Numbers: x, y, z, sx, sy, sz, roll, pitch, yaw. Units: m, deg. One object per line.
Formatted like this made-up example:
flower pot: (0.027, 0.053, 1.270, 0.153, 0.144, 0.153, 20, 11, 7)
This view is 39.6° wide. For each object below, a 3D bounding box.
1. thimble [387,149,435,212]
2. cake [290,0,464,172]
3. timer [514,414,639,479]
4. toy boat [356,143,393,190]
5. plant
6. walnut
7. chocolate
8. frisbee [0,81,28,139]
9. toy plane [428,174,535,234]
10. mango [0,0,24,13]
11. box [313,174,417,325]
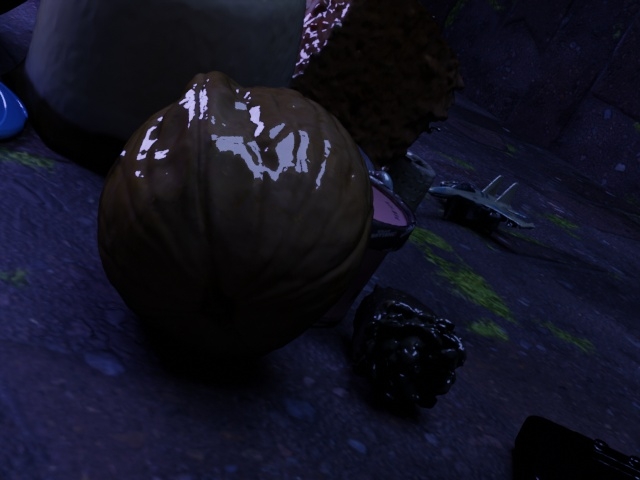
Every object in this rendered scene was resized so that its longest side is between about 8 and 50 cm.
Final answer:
thimble: (0.120, -0.101, 1.410, 0.115, 0.090, 0.102, 38, 19, 23)
cake: (0.021, -0.270, 1.323, 0.282, 0.256, 0.290, 44, -4, -40)
timer: (0.256, 0.229, 0.761, 0.187, 0.055, 0.144, 25, 15, 4)
toy boat: (0.022, -0.067, 1.059, 0.227, 0.085, 0.155, 16, 58, -63)
plant: (0.073, 0.093, 0.806, 0.094, 0.092, 0.143, 30, 8, -18)
walnut: (-0.067, -0.024, 0.711, 0.227, 0.228, 0.228, 25, 18, -9)
chocolate: (-0.170, -0.261, 1.026, 0.314, 0.297, 0.326, -2, 29, -34)
frisbee: (-0.415, -0.175, 0.910, 0.242, 0.045, 0.242, 24, 18, -8)
toy plane: (0.257, -0.063, 1.538, 0.262, 0.088, 0.192, -6, 31, -44)
mango: (-0.403, -0.362, 1.099, 0.329, 0.177, 0.175, 6, -10, 36)
box: (0.000, 0.000, 0.882, 0.151, 0.135, 0.151, 24, 20, -9)
